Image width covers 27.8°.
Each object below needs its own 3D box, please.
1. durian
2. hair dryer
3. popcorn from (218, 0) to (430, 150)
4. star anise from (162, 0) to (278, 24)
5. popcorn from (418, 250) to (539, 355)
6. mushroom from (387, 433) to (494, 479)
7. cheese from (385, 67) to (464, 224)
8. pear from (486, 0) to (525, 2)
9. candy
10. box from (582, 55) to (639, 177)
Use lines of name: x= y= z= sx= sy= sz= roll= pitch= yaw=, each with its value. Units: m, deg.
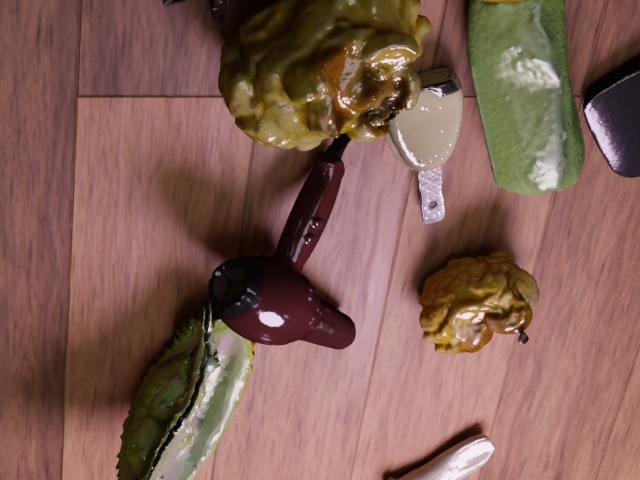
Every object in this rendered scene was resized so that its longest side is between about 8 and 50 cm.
durian: x=-0.199 y=0.259 z=1.935 sx=0.158 sy=0.169 sz=0.351 roll=27 pitch=90 yaw=-12
hair dryer: x=0.000 y=0.000 z=1.892 sx=0.313 sy=0.123 sz=0.340 roll=19 pitch=97 yaw=-54
popcorn: x=0.008 y=-0.227 z=1.644 sx=0.286 sy=0.252 sz=0.215 roll=-37 pitch=114 yaw=12
star anise: x=-0.113 y=-0.361 z=1.595 sx=0.231 sy=0.089 sz=0.209 roll=-19 pitch=150 yaw=14
popcorn: x=0.248 y=0.091 z=2.016 sx=0.194 sy=0.163 sz=0.140 roll=-23 pitch=113 yaw=37
mushroom: x=0.209 y=0.406 z=2.258 sx=0.209 sy=0.071 sz=0.084 roll=-34 pitch=98 yaw=2
cheese: x=0.153 y=-0.128 z=1.883 sx=0.127 sy=0.054 sz=0.251 roll=-16 pitch=127 yaw=-9
pear: x=0.218 y=-0.424 z=1.570 sx=0.281 sy=0.280 sz=0.280 roll=-9 pitch=125 yaw=-13
candy: x=0.292 y=-0.223 z=1.828 sx=0.142 sy=0.132 sz=0.343 roll=8 pitch=130 yaw=28
box: x=0.513 y=-0.199 z=1.964 sx=0.212 sy=0.042 sz=0.201 roll=-31 pitch=127 yaw=5
